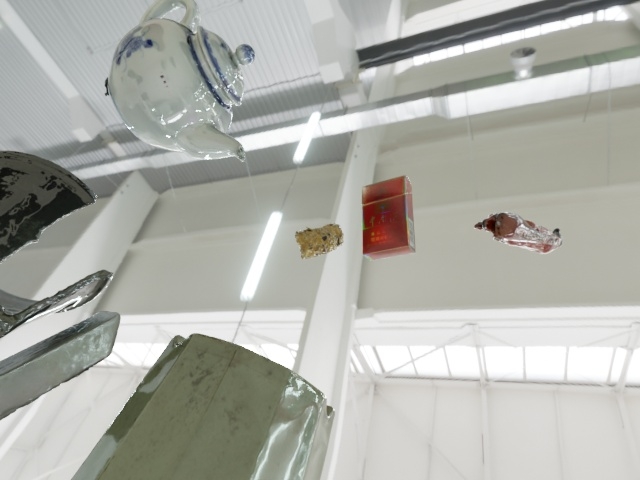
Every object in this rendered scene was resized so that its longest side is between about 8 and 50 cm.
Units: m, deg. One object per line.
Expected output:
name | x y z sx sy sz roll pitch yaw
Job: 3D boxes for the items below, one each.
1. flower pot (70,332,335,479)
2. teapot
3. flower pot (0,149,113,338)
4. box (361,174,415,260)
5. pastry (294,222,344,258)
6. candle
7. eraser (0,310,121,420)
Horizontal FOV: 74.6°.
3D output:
flower pot | -0.110 0.244 0.378 0.290 0.291 0.259 4 -129 30
teapot | -0.258 -0.318 0.838 0.279 0.252 0.425 -23 -106 8
flower pot | -0.638 0.039 0.813 0.378 0.380 0.251 -20 -155 7
box | 0.151 -0.051 0.943 0.112 0.048 0.175 -13 -117 30
pastry | 0.000 0.000 1.029 0.140 0.056 0.080 -12 -120 -36
candle | 0.389 -0.011 0.785 0.084 0.301 0.060 29 -74 50
eraser | -0.559 0.253 0.814 0.111 0.078 0.352 -1 -159 41
